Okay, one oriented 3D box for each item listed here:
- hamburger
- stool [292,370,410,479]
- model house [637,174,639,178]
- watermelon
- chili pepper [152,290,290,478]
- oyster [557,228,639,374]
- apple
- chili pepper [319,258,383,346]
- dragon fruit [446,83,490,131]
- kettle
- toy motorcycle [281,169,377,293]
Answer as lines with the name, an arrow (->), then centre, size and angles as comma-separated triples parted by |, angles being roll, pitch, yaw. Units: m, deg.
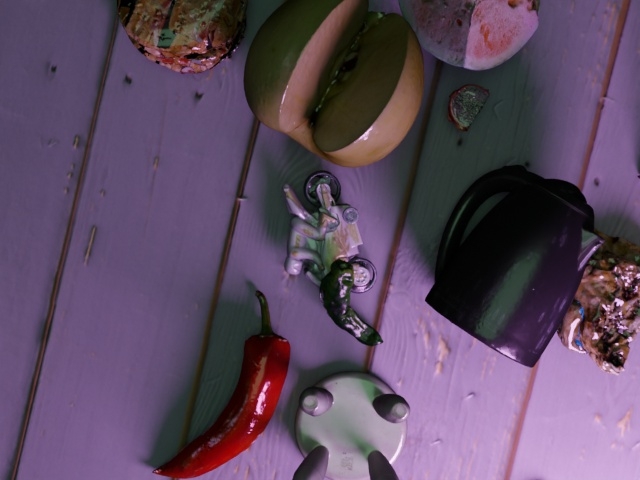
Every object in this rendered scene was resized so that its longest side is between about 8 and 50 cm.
hamburger -> -0.227, -0.397, 1.803 | 0.231, 0.107, 0.230 | 0, 85, 3
stool -> 0.047, 0.327, 1.773 | 0.195, 0.199, 0.195 | 5, 93, 4
model house -> 0.639, -0.062, 1.743 | 0.167, 0.183, 0.172 | -21, 89, 4
watermelon -> 0.261, -0.428, 1.777 | 0.175, 0.188, 0.321 | 34, 85, -44
chili pepper -> -0.147, 0.276, 1.833 | 0.137, 0.092, 0.368 | 30, 90, 12
oyster -> 0.464, 0.088, 1.810 | 0.223, 0.083, 0.214 | 32, 90, 7
apple -> 0.025, -0.261, 1.707 | 0.292, 0.292, 0.254 | 28, 87, 1
chili pepper -> 0.045, 0.113, 1.807 | 0.073, 0.050, 0.182 | -18, 126, 9
dragon fruit -> 0.242, -0.227, 1.815 | 0.060, 0.056, 0.083 | 31, 89, -1
kettle -> 0.308, 0.018, 1.756 | 0.268, 0.207, 0.290 | 34, 98, 38
toy motorcycle -> 0.000, 0.000, 1.824 | 0.151, 0.074, 0.228 | -24, 100, -3
